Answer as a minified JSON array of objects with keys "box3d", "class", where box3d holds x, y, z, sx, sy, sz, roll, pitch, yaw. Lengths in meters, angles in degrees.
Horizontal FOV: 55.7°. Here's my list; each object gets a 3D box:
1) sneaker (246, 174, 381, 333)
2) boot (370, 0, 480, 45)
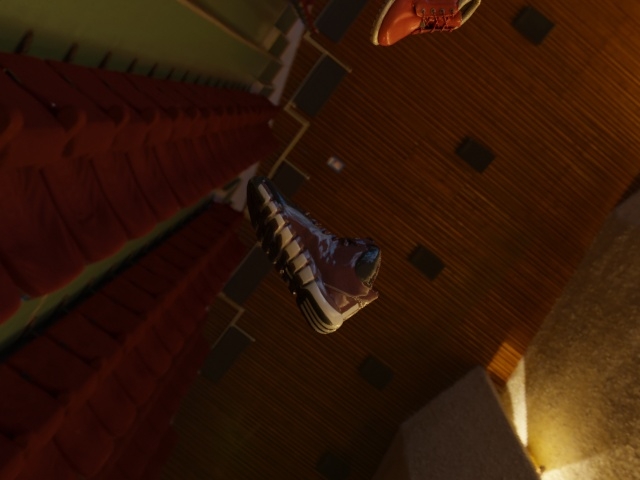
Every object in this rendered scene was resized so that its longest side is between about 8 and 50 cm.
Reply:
[{"box3d":[0.000,0.000,0.998,0.162,0.281,0.106,-25,171,-23],"class":"sneaker"},{"box3d":[0.137,-0.295,0.790,0.158,0.084,0.059,-40,158,-15],"class":"boot"}]
